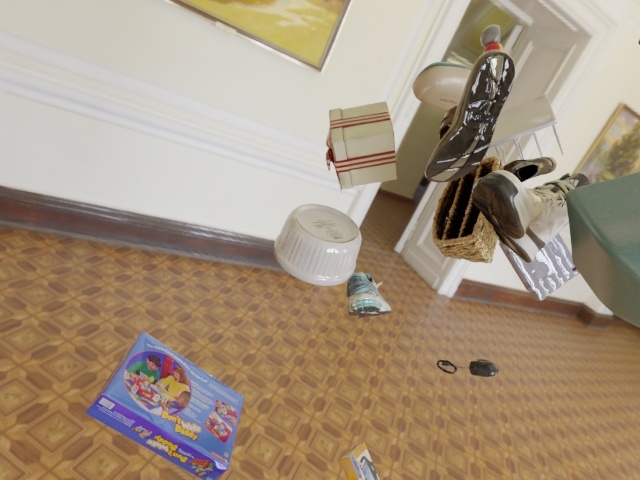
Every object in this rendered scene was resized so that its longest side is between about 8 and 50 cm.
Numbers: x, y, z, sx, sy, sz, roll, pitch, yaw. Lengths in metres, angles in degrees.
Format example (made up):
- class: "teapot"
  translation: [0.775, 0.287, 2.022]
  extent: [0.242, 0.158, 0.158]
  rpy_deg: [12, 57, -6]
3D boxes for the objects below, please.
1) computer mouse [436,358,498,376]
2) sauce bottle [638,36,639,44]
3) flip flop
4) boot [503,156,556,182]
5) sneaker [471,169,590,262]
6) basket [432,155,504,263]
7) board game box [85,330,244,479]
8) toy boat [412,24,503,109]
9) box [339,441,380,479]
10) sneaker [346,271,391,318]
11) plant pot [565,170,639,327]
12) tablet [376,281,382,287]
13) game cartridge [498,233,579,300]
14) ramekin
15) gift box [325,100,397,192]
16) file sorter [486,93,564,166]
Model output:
- class: "computer mouse"
  translation: [0.603, 0.520, 1.705]
  extent: [0.242, 0.071, 0.041]
  rpy_deg: [-3, -27, 19]
- class: "sauce bottle"
  translation: [1.050, -0.667, 1.324]
  extent: [0.042, 0.042, 0.128]
  rpy_deg: [33, 8, 20]
- class: "flip flop"
  translation: [0.295, -0.245, 0.846]
  extent: [0.112, 0.277, 0.080]
  rpy_deg: [4, 33, -17]
- class: "boot"
  translation: [0.670, -0.234, 1.414]
  extent: [0.106, 0.082, 0.219]
  rpy_deg: [-17, 1, -39]
- class: "sneaker"
  translation: [0.575, -0.124, 1.105]
  extent: [0.447, 0.257, 0.169]
  rpy_deg: [32, 15, -51]
- class: "basket"
  translation: [0.474, -0.105, 1.360]
  extent: [0.213, 0.299, 0.223]
  rpy_deg: [12, -15, 38]
- class: "board game box"
  translation: [-0.371, 0.419, 1.059]
  extent: [0.347, 0.078, 0.233]
  rpy_deg: [40, 18, -15]
- class: "toy boat"
  translation: [0.479, -0.561, 1.378]
  extent: [0.267, 0.148, 0.318]
  rpy_deg: [7, -15, -23]
- class: "box"
  translation: [0.088, 0.469, 0.789]
  extent: [0.081, 0.028, 0.136]
  rpy_deg: [12, 49, -64]
- class: "sneaker"
  translation: [0.141, 0.158, 1.213]
  extent: [0.110, 0.122, 0.283]
  rpy_deg: [-12, -17, 10]
- class: "plant pot"
  translation: [0.678, 0.030, 0.834]
  extent: [0.248, 0.247, 0.252]
  rpy_deg: [59, 27, -35]
- class: "tablet"
  translation: [0.224, 0.206, 1.745]
  extent: [0.083, 0.054, 0.006]
  rpy_deg: [-38, 85, -29]
- class: "game cartridge"
  translation: [0.895, 0.048, 1.715]
  extent: [0.355, 0.230, 0.068]
  rpy_deg: [56, 2, -8]
- class: "ramekin"
  translation: [0.000, 0.000, 0.992]
  extent: [0.207, 0.109, 0.207]
  rpy_deg: [15, 32, -10]
- class: "gift box"
  translation: [0.150, -0.341, 1.587]
  extent: [0.258, 0.276, 0.255]
  rpy_deg: [-7, 42, 7]
- class: "file sorter"
  translation: [0.737, -0.378, 1.560]
  extent: [0.173, 0.277, 0.193]
  rpy_deg: [52, 36, -31]
